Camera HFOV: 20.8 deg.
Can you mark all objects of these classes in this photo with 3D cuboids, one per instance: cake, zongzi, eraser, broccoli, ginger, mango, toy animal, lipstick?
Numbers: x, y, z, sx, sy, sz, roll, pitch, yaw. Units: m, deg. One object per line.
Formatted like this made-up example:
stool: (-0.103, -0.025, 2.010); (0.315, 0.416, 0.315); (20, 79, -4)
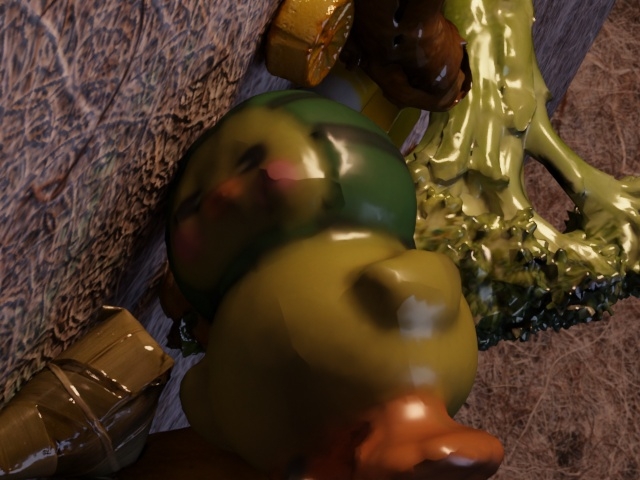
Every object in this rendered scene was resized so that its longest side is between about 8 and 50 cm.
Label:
cake: (-0.009, -0.157, 1.313); (0.084, 0.044, 0.084); (-58, 168, -20)
zongzi: (-0.186, 0.146, 1.208); (0.176, 0.078, 0.160); (-42, 160, -33)
eraser: (0.051, -0.099, 1.731); (0.122, 0.045, 0.097); (-58, 170, -13)
broccoli: (0.110, -0.084, 1.592); (0.353, 0.397, 0.275); (-23, -179, -37)
ginger: (0.075, -0.222, 1.345); (0.133, 0.107, 0.309); (-28, 143, -27)
mango: (-0.095, 0.205, 1.363); (0.177, 0.120, 0.295); (-1, 167, -41)
toy animal: (0.008, 0.056, 1.219); (0.216, 0.338, 0.191); (-34, 149, 25)
lipstick: (0.064, -0.198, 1.507); (0.264, 0.059, 0.059); (-54, 167, -30)

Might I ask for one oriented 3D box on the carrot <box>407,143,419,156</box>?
carrot: (0.086, -0.051, 2.036); (0.047, 0.047, 0.191); (104, 13, -54)

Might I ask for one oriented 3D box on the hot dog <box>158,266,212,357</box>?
hot dog: (-0.033, 0.009, 1.407); (0.250, 0.104, 0.076); (-43, 165, -22)
